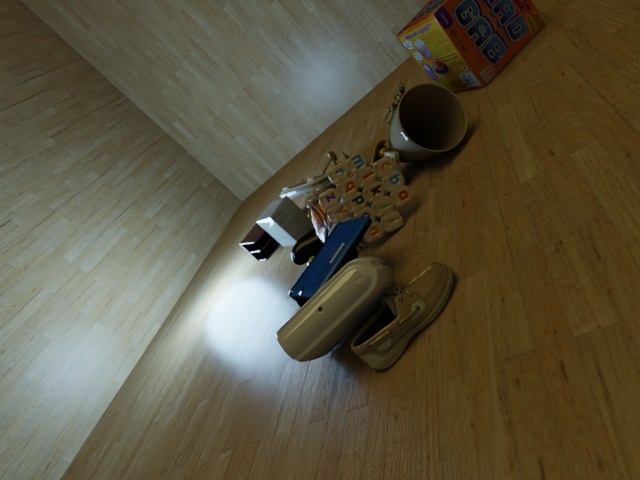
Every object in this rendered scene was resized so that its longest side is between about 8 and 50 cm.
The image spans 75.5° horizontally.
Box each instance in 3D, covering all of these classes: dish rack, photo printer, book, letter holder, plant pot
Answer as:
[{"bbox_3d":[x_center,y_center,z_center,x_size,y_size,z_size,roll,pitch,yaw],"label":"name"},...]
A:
[{"bbox_3d":[-0.053,-0.307,2.237,0.333,0.072,0.286,-12,16,43],"label":"dish rack"},{"bbox_3d":[0.059,0.166,1.050,0.307,0.107,0.256,-44,-20,5],"label":"photo printer"},{"bbox_3d":[0.278,-0.263,1.565,0.035,0.144,0.096,-13,18,-8],"label":"book"},{"bbox_3d":[-0.264,-0.051,2.265,0.214,0.152,0.301,-10,41,57],"label":"letter holder"},{"bbox_3d":[0.360,-0.399,1.548,0.256,0.257,0.274,-52,2,-16],"label":"plant pot"}]

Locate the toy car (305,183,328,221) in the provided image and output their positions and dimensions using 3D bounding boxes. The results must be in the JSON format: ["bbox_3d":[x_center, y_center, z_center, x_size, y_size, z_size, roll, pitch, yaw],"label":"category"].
[{"bbox_3d":[0.022,-0.164,1.933,0.136,0.159,0.182,14,56,29],"label":"toy car"}]

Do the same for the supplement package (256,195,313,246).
[{"bbox_3d":[-0.176,-0.091,2.074,0.149,0.203,0.194,-55,21,-22],"label":"supplement package"}]

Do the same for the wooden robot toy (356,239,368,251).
[{"bbox_3d":[0.102,0.010,1.475,0.173,0.079,0.076,-35,22,29],"label":"wooden robot toy"}]

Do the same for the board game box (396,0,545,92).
[{"bbox_3d":[0.621,-0.897,1.764,0.356,0.356,0.356,-46,19,1],"label":"board game box"}]

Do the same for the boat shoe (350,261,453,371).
[{"bbox_3d":[0.191,0.159,0.961,0.302,0.098,0.109,-49,19,-6],"label":"boat shoe"}]

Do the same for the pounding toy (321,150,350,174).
[{"bbox_3d":[0.111,-0.333,2.067,0.155,0.154,0.269,-40,39,19],"label":"pounding toy"}]

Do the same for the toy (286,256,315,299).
[{"bbox_3d":[-0.039,0.137,1.557,0.137,0.056,0.237,-41,15,25],"label":"toy"}]

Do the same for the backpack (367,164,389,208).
[{"bbox_3d":[0.190,-0.181,1.565,0.152,0.115,0.181,-45,39,47],"label":"backpack"}]

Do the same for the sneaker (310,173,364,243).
[{"bbox_3d":[0.055,-0.139,1.511,0.180,0.125,0.320,41,114,41],"label":"sneaker"}]

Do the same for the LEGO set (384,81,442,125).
[{"bbox_3d":[0.417,-0.585,1.726,0.331,0.255,0.192,-52,-11,-50],"label":"LEGO set"}]

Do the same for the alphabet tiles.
[{"bbox_3d":[0.149,-0.142,1.373,0.278,0.284,0.021,-31,-4,8],"label":"alphabet tiles"}]

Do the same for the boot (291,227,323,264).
[{"bbox_3d":[0.000,0.000,1.684,0.246,0.094,0.207,-46,14,-18],"label":"boot"}]

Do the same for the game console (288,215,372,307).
[{"bbox_3d":[0.060,0.097,1.246,0.293,0.173,0.250,-56,21,-22],"label":"game console"}]

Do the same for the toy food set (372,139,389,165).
[{"bbox_3d":[0.264,-0.304,1.673,0.071,0.217,0.128,14,57,21],"label":"toy food set"}]
